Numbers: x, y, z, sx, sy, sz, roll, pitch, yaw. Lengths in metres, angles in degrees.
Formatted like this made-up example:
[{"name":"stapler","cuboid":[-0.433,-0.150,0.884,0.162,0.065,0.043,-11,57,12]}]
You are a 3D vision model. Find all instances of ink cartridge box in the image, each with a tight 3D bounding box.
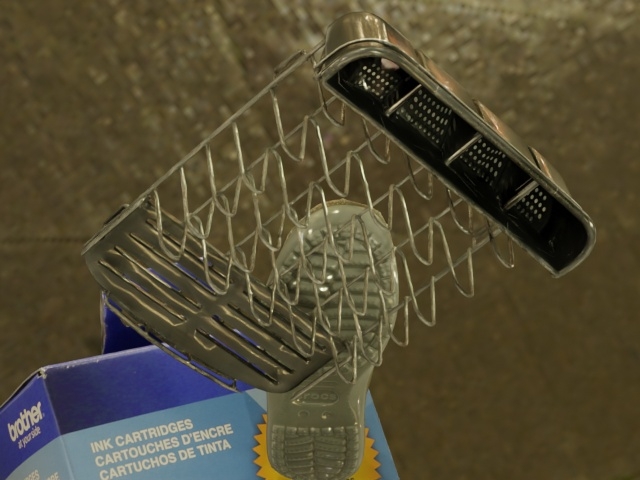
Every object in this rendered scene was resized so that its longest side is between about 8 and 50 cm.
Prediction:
[{"name":"ink cartridge box","cuboid":[-0.080,0.216,1.453,0.270,0.151,0.395,-11,73,-32]}]

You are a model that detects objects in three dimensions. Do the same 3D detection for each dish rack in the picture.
[{"name":"dish rack","cuboid":[0.000,0.000,1.148,0.208,0.271,0.074,38,27,-29]}]

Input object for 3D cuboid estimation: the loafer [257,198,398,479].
[{"name":"loafer","cuboid":[0.001,0.061,1.347,0.094,0.251,0.087,7,41,-4]}]
